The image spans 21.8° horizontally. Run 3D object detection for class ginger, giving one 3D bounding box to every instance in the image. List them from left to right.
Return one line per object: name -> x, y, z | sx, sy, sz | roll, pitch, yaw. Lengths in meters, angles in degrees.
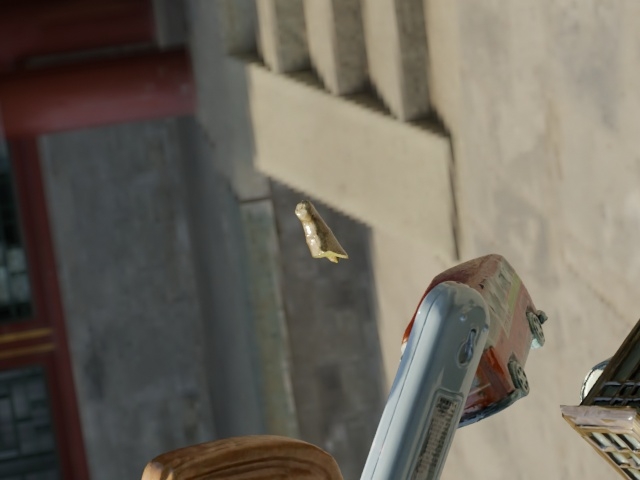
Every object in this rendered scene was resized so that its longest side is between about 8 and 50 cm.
ginger -> 0.000, 0.001, 1.633 | 0.048, 0.030, 0.097 | 53, 176, 40

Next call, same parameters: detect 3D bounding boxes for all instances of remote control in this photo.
remote control -> 0.098, 0.156, 1.536 | 0.047, 0.087, 0.244 | 15, 85, 42

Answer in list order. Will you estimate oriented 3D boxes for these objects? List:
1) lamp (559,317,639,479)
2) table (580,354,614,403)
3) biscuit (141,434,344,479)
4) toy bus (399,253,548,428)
lamp -> 0.291, 0.018, 1.087 | 0.089, 0.325, 0.090 | 44, 159, -15
table -> 0.371, 0.136, 1.611 | 0.126, 0.220, 0.126 | 31, 133, 41
biscuit -> -0.087, 0.392, 1.652 | 0.078, 0.350, 0.455 | 18, 131, 42
toy bus -> 0.159, 0.106, 1.778 | 0.120, 0.121, 0.265 | 65, -160, -11
